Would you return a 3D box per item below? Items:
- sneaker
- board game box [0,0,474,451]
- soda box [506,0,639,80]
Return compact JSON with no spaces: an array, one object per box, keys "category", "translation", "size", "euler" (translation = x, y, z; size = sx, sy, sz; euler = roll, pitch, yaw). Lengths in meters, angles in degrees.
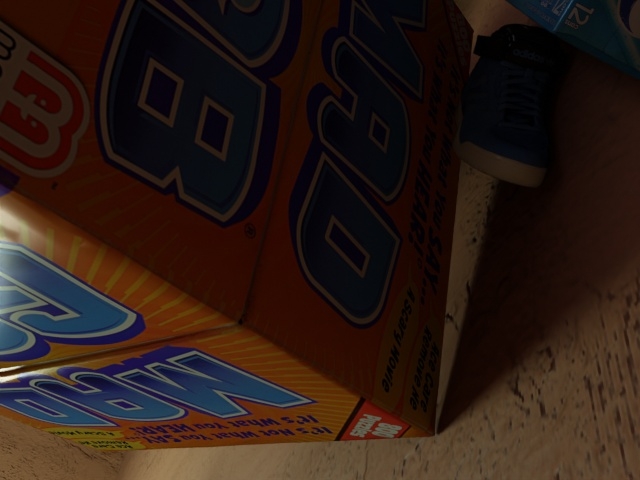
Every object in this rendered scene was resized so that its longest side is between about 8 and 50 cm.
[{"category":"sneaker","translation":[0.126,-0.096,0.493],"size":[0.152,0.058,0.085],"euler":[-77,5,-64]},{"category":"board game box","translation":[-0.141,-0.076,0.553],"size":[0.356,0.356,0.357],"euler":[-15,52,38]},{"category":"soda box","translation":[0.157,-0.163,0.458],"size":[0.071,0.067,0.210],"euler":[-61,13,23]}]
